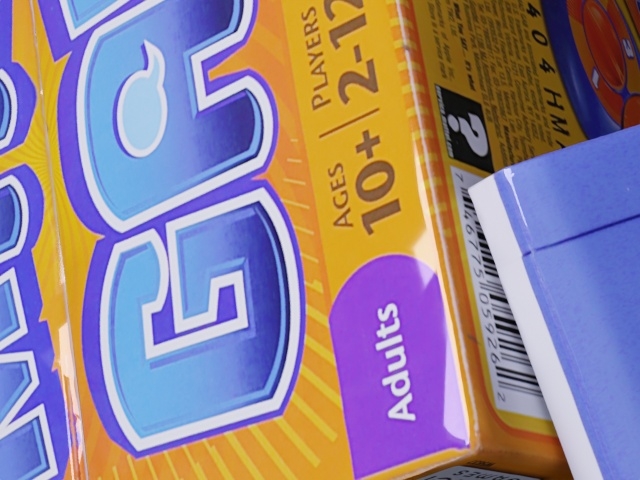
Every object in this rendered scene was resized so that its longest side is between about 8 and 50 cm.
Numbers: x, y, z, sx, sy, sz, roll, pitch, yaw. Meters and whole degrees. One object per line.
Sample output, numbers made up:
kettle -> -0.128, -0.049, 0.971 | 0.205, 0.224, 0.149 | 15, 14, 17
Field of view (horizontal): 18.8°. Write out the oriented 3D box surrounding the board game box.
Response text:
board game box -> 0.000, 0.000, 0.913 | 0.356, 0.356, 0.356 | -24, 64, 33

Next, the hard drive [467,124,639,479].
hard drive -> 0.201, 0.099, 0.679 | 0.318, 0.210, 0.040 | 70, 157, 5
